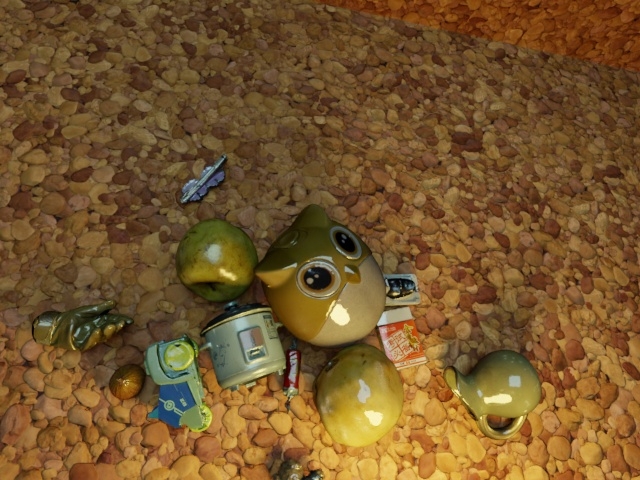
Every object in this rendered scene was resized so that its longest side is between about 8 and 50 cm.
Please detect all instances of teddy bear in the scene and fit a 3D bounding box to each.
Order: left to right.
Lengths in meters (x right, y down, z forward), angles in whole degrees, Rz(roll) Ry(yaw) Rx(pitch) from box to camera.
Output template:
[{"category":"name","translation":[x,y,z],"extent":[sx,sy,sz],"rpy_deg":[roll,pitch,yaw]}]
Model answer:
[{"category":"teddy bear","translation":[-0.043,0.833,1.434],"extent":[0.182,0.129,0.251],"rpy_deg":[-39,79,-26]}]

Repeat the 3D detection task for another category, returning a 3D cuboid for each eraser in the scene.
[{"category":"eraser","translation":[0.312,0.390,1.755],"extent":[0.157,0.038,0.231],"rpy_deg":[-9,68,-15]}]

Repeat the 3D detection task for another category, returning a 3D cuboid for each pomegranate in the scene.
[{"category":"pomegranate","translation":[0.133,0.526,1.500],"extent":[0.331,0.333,0.333],"rpy_deg":[4,65,-9]}]

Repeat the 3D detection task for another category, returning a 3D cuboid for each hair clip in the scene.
[{"category":"hair clip","translation":[-0.486,-0.256,1.876],"extent":[0.106,0.084,0.292],"rpy_deg":[39,70,2]}]

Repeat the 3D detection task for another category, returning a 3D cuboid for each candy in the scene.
[{"category":"candy","translation":[-0.103,0.479,1.610],"extent":[0.059,0.086,0.293],"rpy_deg":[4,64,-1]}]

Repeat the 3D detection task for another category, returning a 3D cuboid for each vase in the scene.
[{"category":"vase","translation":[0.653,0.592,1.651],"extent":[0.301,0.241,0.330],"rpy_deg":[-17,96,-5]}]

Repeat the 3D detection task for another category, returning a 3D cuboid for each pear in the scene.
[{"category":"pear","translation":[-0.385,0.064,1.640],"extent":[0.303,0.304,0.304],"rpy_deg":[4,65,-9]}]

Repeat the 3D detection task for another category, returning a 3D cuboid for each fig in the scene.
[{"category":"fig","translation":[-0.666,0.472,1.478],"extent":[0.118,0.153,0.119],"rpy_deg":[-6,70,18]}]

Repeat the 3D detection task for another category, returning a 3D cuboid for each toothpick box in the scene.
[{"category":"toothpick box","translation":[0.004,0.135,1.541],"extent":[0.409,0.408,0.425],"rpy_deg":[-51,119,-26]}]

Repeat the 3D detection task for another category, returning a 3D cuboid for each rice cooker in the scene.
[{"category":"rice cooker","translation":[-0.266,0.355,1.538],"extent":[0.316,0.264,0.317],"rpy_deg":[6,66,-14]}]

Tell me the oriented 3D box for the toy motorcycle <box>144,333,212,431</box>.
[{"category":"toy motorcycle","translation":[-0.491,0.493,1.486],"extent":[0.199,0.191,0.327],"rpy_deg":[-13,83,-12]}]

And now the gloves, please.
[{"category":"gloves","translation":[-0.807,0.299,1.524],"extent":[0.330,0.141,0.154],"rpy_deg":[-1,40,-1]}]

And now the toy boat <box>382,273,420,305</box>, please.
[{"category":"toy boat","translation":[0.282,0.196,1.790],"extent":[0.269,0.141,0.141],"rpy_deg":[5,64,-24]}]
